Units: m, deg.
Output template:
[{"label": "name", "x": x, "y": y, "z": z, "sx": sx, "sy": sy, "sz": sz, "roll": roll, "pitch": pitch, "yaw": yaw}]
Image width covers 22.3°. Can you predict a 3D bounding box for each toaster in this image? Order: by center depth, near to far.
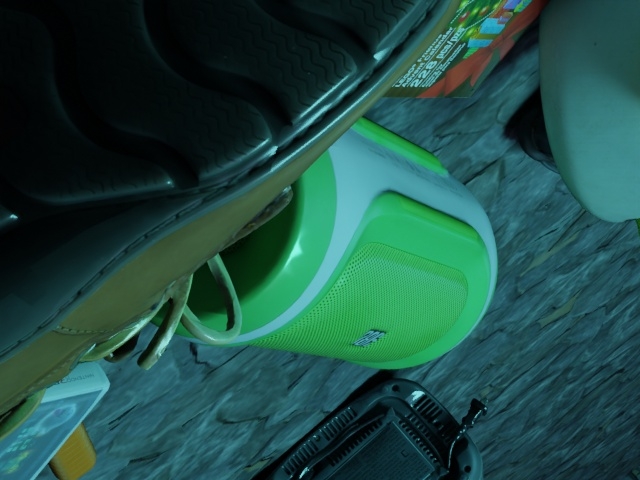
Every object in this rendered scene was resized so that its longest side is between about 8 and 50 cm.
[{"label": "toaster", "x": 0.050, "y": 0.209, "z": 1.361, "sx": 0.227, "sy": 0.129, "sz": 0.146, "roll": -42, "pitch": 164, "yaw": -3}]

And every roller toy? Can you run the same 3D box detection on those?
[{"label": "roller toy", "x": 0.213, "y": -0.104, "z": 0.874, "sx": 0.209, "sy": 0.146, "sz": 0.191, "roll": 51, "pitch": 48, "yaw": -50}]

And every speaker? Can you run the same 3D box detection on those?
[{"label": "speaker", "x": 0.000, "y": 0.000, "z": 0.840, "sx": 0.131, "sy": 0.131, "sz": 0.296, "roll": -45, "pitch": 159, "yaw": 11}]

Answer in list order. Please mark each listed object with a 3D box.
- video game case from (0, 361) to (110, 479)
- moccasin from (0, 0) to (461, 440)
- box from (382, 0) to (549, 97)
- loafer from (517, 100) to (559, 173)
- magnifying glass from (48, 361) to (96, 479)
[{"label": "video game case", "x": -0.219, "y": 0.135, "z": 0.830, "sx": 0.173, "sy": 0.022, "sz": 0.190, "roll": -9, "pitch": 148, "yaw": -48}, {"label": "moccasin", "x": -0.104, "y": -0.006, "z": 0.627, "sx": 0.380, "sy": 0.139, "sz": 0.147, "roll": -44, "pitch": 166, "yaw": 0}, {"label": "box", "x": 0.091, "y": -0.187, "z": 0.716, "sx": 0.293, "sy": 0.057, "sz": 0.201, "roll": -52, "pitch": 157, "yaw": 26}, {"label": "loafer", "x": 0.235, "y": -0.080, "z": 1.181, "sx": 0.302, "sy": 0.095, "sz": 0.109, "roll": -1, "pitch": 93, "yaw": -63}, {"label": "magnifying glass", "x": -0.153, "y": 0.086, "z": 0.892, "sx": 0.092, "sy": 0.026, "sz": 0.231, "roll": -35, "pitch": 157, "yaw": -14}]
